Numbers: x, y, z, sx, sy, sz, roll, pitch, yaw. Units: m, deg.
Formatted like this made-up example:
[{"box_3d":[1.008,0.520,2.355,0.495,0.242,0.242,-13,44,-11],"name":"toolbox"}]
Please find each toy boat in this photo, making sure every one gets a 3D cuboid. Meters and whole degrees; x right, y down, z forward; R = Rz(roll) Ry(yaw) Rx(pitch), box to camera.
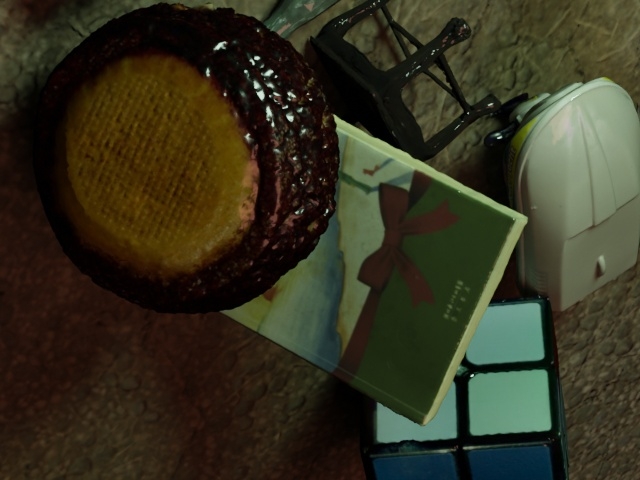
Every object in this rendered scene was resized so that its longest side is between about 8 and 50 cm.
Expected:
[{"box_3d":[0.220,-0.057,1.618,0.141,0.141,0.269,-31,135,-12],"name":"toy boat"}]

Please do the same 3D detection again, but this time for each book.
[{"box_3d":[0.000,0.000,1.440,0.026,0.289,0.201,-37,151,-63],"name":"book"}]

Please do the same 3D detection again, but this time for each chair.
[{"box_3d":[0.023,-0.096,1.476,0.229,0.106,0.113,-39,135,-5],"name":"chair"}]

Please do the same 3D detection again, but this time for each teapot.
[{"box_3d":[-0.017,-0.185,1.431,0.110,0.043,0.043,-45,135,6],"name":"teapot"}]

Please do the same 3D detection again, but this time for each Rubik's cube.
[{"box_3d":[0.135,0.174,1.659,0.183,0.180,0.167,-3,134,9],"name":"Rubik's cube"}]

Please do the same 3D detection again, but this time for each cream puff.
[{"box_3d":[-0.096,-0.063,1.351,0.239,0.239,0.165,-65,164,21],"name":"cream puff"}]
